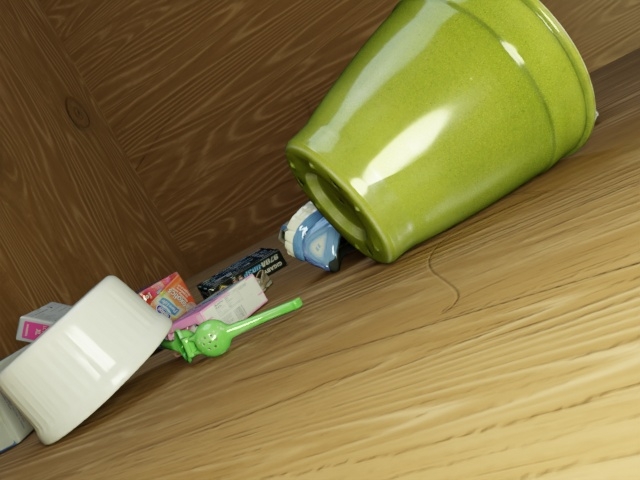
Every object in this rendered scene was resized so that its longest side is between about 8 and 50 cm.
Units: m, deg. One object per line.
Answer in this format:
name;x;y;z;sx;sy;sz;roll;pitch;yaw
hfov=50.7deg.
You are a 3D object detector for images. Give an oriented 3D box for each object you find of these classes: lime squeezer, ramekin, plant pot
lime squeezer;-0.181;0.145;1.058;0.310;0.058;0.110;-20;21;32
ramekin;-0.392;0.184;1.115;0.277;0.135;0.277;-39;10;9
plant pot;0.150;-0.160;1.030;0.353;0.366;0.366;-42;8;-11

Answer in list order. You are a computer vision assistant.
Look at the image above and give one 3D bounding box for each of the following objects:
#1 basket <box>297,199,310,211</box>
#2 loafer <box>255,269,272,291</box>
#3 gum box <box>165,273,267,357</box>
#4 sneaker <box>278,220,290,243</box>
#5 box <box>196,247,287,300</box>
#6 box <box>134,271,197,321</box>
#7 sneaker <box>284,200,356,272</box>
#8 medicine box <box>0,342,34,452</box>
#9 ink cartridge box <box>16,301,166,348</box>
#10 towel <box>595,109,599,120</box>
basket;0.062;-0.077;1.565;0.204;0.154;0.227;-18;15;49
loafer;-0.143;0.098;1.510;0.045;0.039;0.125;-27;5;14
gum box;-0.194;0.139;1.244;0.107;0.062;0.188;-26;6;32
sneaker;-0.065;-0.027;2.206;0.086;0.085;0.237;-58;19;-19
box;-0.215;0.093;1.823;0.220;0.051;0.175;-31;11;-18
box;-0.439;0.181;1.804;0.123;0.128;0.257;-31;6;-32
sneaker;0.090;-0.062;1.263;0.330;0.147;0.129;-47;-28;-17
medicine box;-0.692;0.351;1.358;0.264;0.149;0.289;-28;4;2
ink cartridge box;-0.491;0.210;1.520;0.311;0.065;0.186;10;5;-3
towel;0.453;-0.322;1.391;0.121;0.235;0.283;-22;6;12
